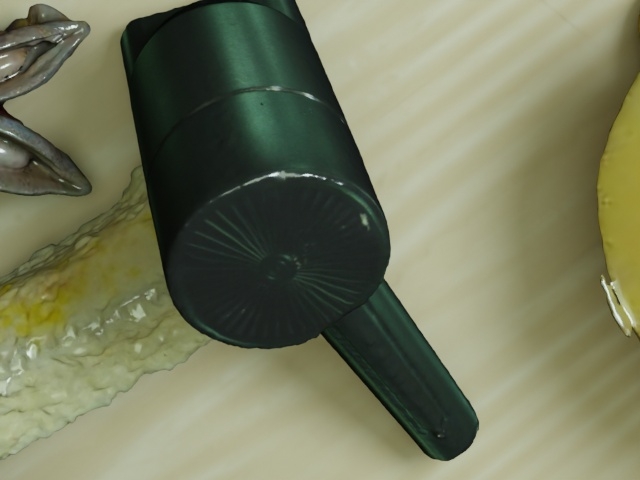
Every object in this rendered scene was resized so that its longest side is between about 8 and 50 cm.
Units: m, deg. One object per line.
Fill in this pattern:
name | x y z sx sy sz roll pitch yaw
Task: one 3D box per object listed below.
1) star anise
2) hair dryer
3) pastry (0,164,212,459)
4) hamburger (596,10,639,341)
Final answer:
star anise | -0.225 -0.087 0.975 0.197 0.073 0.212 -26 104 0
hair dryer | 0.000 0.000 0.977 0.116 0.244 0.302 -27 128 9
pastry | -0.165 0.060 0.972 0.258 0.121 0.089 -34 119 -2
hamburger | 0.284 -0.037 0.939 0.302 0.186 0.261 42 115 11
